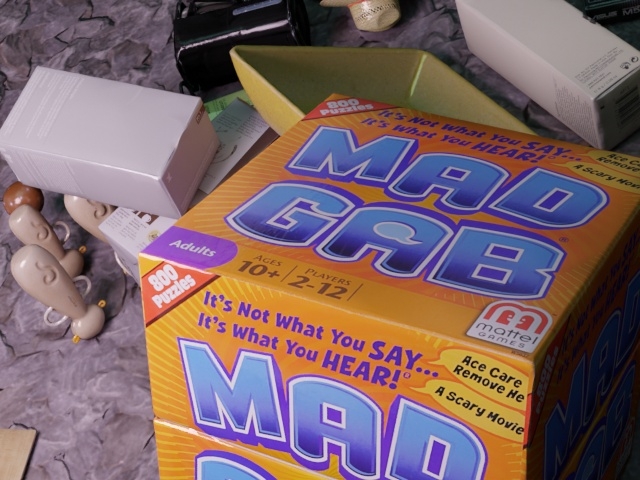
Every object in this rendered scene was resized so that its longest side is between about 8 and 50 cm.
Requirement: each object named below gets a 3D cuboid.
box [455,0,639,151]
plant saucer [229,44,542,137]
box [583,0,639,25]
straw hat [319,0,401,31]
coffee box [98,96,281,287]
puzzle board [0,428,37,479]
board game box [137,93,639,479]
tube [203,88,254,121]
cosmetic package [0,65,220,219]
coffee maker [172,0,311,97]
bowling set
[{"bbox_3d":[0.295,-0.235,1.700,0.094,0.113,0.275,-36,52,-9],"label":"box"},{"bbox_3d":[0.094,-0.124,1.624,0.333,0.081,0.333,-6,36,-39],"label":"plant saucer"},{"bbox_3d":[0.435,-0.380,1.799,0.184,0.045,0.190,-11,53,14],"label":"box"},{"bbox_3d":[0.076,-0.322,1.871,0.145,0.144,0.061,-16,90,8],"label":"straw hat"},{"bbox_3d":[-0.138,-0.040,1.692,0.246,0.141,0.098,-45,53,-15],"label":"coffee box"},{"bbox_3d":[-0.403,0.287,1.630,0.096,0.011,0.128,-1,55,18],"label":"puzzle board"},{"bbox_3d":[0.087,0.119,1.265,0.356,0.356,0.356,15,35,24],"label":"board game box"},{"bbox_3d":[-0.082,-0.184,1.836,0.240,0.062,0.070,-19,91,0],"label":"tube"},{"bbox_3d":[-0.256,-0.119,1.627,0.238,0.107,0.127,16,63,19],"label":"cosmetic package"},{"bbox_3d":[-0.106,-0.272,1.886,0.178,0.120,0.171,-11,75,14],"label":"coffee maker"},{"bbox_3d":[-0.310,-0.026,1.768,0.200,0.154,0.287,16,61,50],"label":"bowling set"}]
